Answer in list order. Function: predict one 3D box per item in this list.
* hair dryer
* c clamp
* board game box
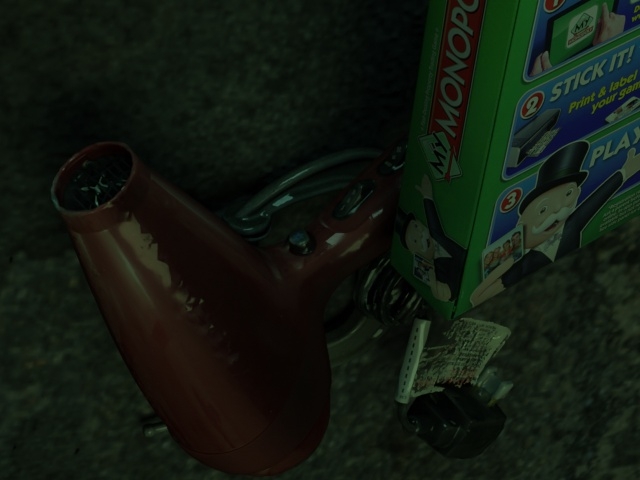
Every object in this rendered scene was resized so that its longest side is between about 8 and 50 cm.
[{"bbox_3d":[0.000,0.000,0.657,0.294,0.080,0.223,1,108,-46],"label":"hair dryer"},{"bbox_3d":[-0.017,0.027,0.715,0.137,0.022,0.160,-11,131,-23],"label":"c clamp"},{"bbox_3d":[0.173,-0.114,0.618,0.317,0.046,0.213,-26,142,-28],"label":"board game box"}]
